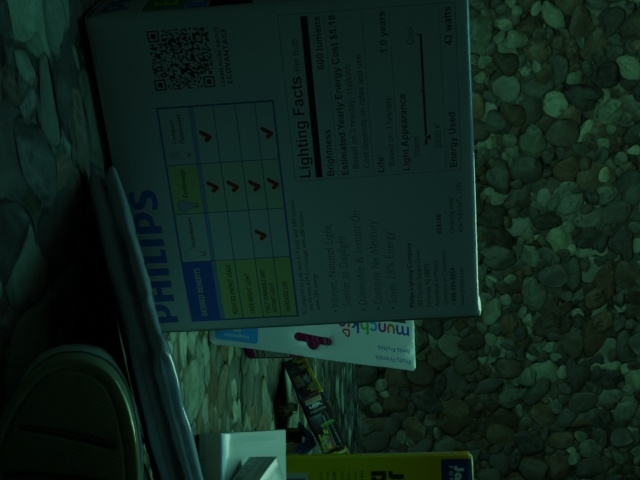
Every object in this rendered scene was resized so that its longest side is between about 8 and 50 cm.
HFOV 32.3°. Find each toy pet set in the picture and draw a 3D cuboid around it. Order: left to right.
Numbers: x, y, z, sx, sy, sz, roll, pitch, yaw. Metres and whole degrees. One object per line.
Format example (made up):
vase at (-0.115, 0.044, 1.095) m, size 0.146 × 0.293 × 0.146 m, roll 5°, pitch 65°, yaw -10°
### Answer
toy pet set at (-0.047, 0.366, 2.046) m, size 0.114 × 0.065 × 0.122 m, roll 77°, pitch 13°, yaw -58°

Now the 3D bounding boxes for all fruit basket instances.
fruit basket at (0.000, 0.000, 1.623) m, size 0.165 × 0.327 × 0.353 m, roll 134°, pitch -40°, yaw -53°

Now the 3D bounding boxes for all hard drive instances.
hard drive at (-0.100, 0.436, 1.491) m, size 0.233 × 0.047 × 0.353 m, roll 24°, pitch 63°, yaw -70°

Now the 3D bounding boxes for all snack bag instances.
snack bag at (-0.143, 0.147, 0.976) m, size 0.323 × 0.037 × 0.342 m, roll -123°, pitch -157°, yaw -58°

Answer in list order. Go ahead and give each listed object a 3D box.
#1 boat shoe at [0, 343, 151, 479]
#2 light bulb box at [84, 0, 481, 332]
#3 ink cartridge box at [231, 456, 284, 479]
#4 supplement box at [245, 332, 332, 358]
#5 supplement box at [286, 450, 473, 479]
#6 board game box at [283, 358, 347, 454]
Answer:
boat shoe at (-0.181, 0.202, 0.834) m, size 0.103 × 0.113 × 0.302 m, roll -80°, pitch 176°, yaw -67°
light bulb box at (-0.021, -0.112, 1.174) m, size 0.225 × 0.361 × 0.358 m, roll -82°, pitch 168°, yaw -63°
ink cartridge box at (-0.100, 0.365, 1.369) m, size 0.207 × 0.046 × 0.097 m, roll -45°, pitch 123°, yaw -57°
supplement box at (-0.014, 0.112, 1.759) m, size 0.114 × 0.220 × 0.111 m, roll 82°, pitch 10°, yaw -51°
supplement box at (0.078, 0.452, 1.842) m, size 0.194 × 0.356 × 0.195 m, roll 53°, pitch 35°, yaw -77°
board game box at (-0.011, 0.314, 2.096) m, size 0.170 × 0.048 × 0.141 m, roll -127°, pitch -167°, yaw -68°
